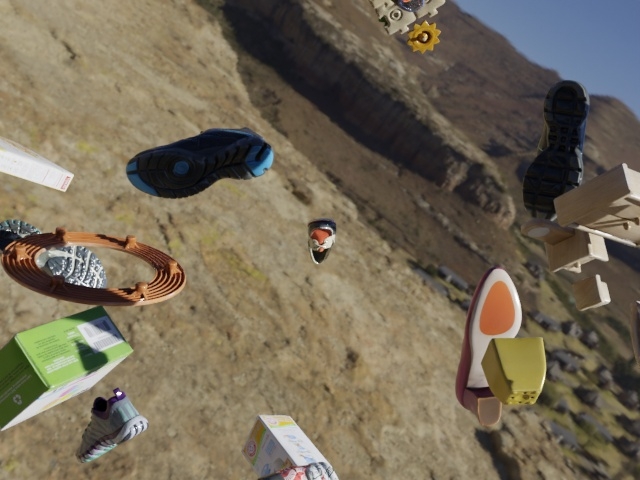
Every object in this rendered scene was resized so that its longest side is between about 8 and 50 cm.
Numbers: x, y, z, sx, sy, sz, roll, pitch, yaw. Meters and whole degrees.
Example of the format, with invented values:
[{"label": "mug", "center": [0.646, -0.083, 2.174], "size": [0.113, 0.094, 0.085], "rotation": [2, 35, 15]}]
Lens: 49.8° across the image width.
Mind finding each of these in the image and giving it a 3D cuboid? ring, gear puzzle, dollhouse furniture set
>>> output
[{"label": "ring", "center": [-0.422, 0.039, 1.307], "size": [0.336, 0.032, 0.336], "rotation": [13, 18, -4]}, {"label": "gear puzzle", "center": [0.202, -0.597, 1.650], "size": [0.339, 0.175, 0.044], "rotation": [51, 20, -36]}, {"label": "dollhouse furniture set", "center": [0.433, 0.100, 0.928], "size": [0.174, 0.303, 0.355], "rotation": [14, 61, -30]}]

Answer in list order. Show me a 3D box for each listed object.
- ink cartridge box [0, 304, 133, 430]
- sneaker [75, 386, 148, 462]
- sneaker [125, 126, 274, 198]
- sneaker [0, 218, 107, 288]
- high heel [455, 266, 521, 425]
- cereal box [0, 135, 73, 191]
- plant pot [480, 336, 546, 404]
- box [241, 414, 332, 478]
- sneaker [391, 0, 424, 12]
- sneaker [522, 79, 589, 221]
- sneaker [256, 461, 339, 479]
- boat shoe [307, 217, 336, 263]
[{"label": "ink cartridge box", "center": [-0.450, 0.226, 1.076], "size": [0.097, 0.255, 0.189], "rotation": [53, 22, 7]}, {"label": "sneaker", "center": [-0.411, 0.349, 1.314], "size": [0.083, 0.224, 0.098], "rotation": [-23, 81, -54]}, {"label": "sneaker", "center": [-0.288, -0.190, 1.627], "size": [0.341, 0.125, 0.139], "rotation": [-10, 37, -19]}, {"label": "sneaker", "center": [-0.633, 0.046, 1.611], "size": [0.283, 0.110, 0.122], "rotation": [37, -30, -26]}, {"label": "high heel", "center": [0.369, 0.229, 1.615], "size": [0.127, 0.377, 0.181], "rotation": [4, 13, -9]}, {"label": "cereal box", "center": [-0.623, -0.172, 1.345], "size": [0.173, 0.047, 0.240], "rotation": [29, 1, 17]}, {"label": "plant pot", "center": [0.301, 0.205, 1.058], "size": [0.081, 0.081, 0.083], "rotation": [-1, 50, -3]}, {"label": "box", "center": [-0.084, 0.520, 1.638], "size": [0.103, 0.114, 0.203], "rotation": [14, 16, -40]}, {"label": "sneaker", "center": [0.174, -0.543, 1.457], "size": [0.221, 0.083, 0.087], "rotation": [28, 33, -62]}, {"label": "sneaker", "center": [0.449, -0.157, 1.285], "size": [0.101, 0.267, 0.106], "rotation": [15, -1, 25]}, {"label": "sneaker", "center": [-0.007, 0.488, 1.082], "size": [0.145, 0.090, 0.270], "rotation": [-5, 76, -38]}, {"label": "boat shoe", "center": [0.000, 0.000, 1.150], "size": [0.049, 0.043, 0.137], "rotation": [3, -20, -3]}]
